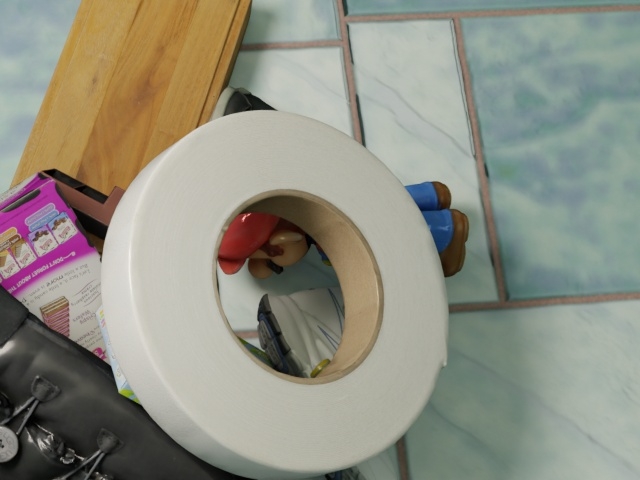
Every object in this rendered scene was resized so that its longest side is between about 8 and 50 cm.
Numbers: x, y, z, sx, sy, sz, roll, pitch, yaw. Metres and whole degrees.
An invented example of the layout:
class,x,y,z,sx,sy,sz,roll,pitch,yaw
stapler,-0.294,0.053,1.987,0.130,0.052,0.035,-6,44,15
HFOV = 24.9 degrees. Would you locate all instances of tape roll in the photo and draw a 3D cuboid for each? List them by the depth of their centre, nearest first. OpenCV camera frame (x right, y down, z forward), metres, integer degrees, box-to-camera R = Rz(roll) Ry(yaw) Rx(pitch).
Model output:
class,x,y,z,sx,sy,sz,roll,pitch,yaw
tape roll,-0.037,0.056,1.507,0.392,0.072,0.392,12,68,-30

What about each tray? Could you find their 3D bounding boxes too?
class,x,y,z,sx,sy,sz,roll,pitch,yaw
tray,-0.236,-0.149,1.776,0.203,0.076,0.410,16,68,-1

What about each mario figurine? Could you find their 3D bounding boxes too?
class,x,y,z,sx,sy,sz,roll,pitch,yaw
mario figurine,0.000,0.000,1.715,0.321,0.198,0.170,2,88,-19

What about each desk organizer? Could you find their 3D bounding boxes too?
class,x,y,z,sx,sy,sz,roll,pitch,yaw
desk organizer,-0.265,-0.044,1.666,0.130,0.047,0.050,28,65,4

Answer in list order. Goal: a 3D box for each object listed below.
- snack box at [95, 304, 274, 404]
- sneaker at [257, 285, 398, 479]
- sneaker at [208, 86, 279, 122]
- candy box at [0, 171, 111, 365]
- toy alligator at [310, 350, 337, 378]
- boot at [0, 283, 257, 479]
class,x,y,z,sx,sy,sz,roll,pitch,yaw
snack box,-0.134,0.143,1.575,0.207,0.174,0.070,35,101,-28
sneaker,0.035,0.176,1.665,0.129,0.111,0.297,-19,72,-19
sneaker,-0.070,-0.125,1.721,0.118,0.222,0.083,27,107,2
candy box,-0.313,0.063,1.613,0.159,0.071,0.233,-34,112,-15
toy alligator,0.051,0.133,1.617,0.056,0.051,0.190,47,52,12
boot,-0.339,0.246,1.552,0.445,0.367,0.146,40,29,-13
